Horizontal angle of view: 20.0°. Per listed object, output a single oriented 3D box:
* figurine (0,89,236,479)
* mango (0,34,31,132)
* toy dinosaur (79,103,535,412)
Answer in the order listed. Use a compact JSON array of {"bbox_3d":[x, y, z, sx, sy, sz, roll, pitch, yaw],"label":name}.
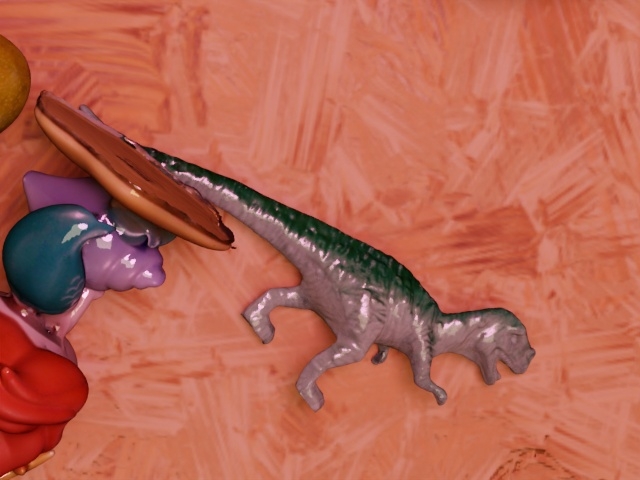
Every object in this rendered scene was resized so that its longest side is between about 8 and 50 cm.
[{"bbox_3d":[-0.203,0.046,1.212,0.181,0.208,0.257,33,97,-23],"label":"figurine"},{"bbox_3d":[-0.295,-0.126,1.204,0.227,0.099,0.136,25,105,18],"label":"mango"},{"bbox_3d":[-0.025,0.043,1.316,0.383,0.076,0.129,26,88,-14],"label":"toy dinosaur"}]
